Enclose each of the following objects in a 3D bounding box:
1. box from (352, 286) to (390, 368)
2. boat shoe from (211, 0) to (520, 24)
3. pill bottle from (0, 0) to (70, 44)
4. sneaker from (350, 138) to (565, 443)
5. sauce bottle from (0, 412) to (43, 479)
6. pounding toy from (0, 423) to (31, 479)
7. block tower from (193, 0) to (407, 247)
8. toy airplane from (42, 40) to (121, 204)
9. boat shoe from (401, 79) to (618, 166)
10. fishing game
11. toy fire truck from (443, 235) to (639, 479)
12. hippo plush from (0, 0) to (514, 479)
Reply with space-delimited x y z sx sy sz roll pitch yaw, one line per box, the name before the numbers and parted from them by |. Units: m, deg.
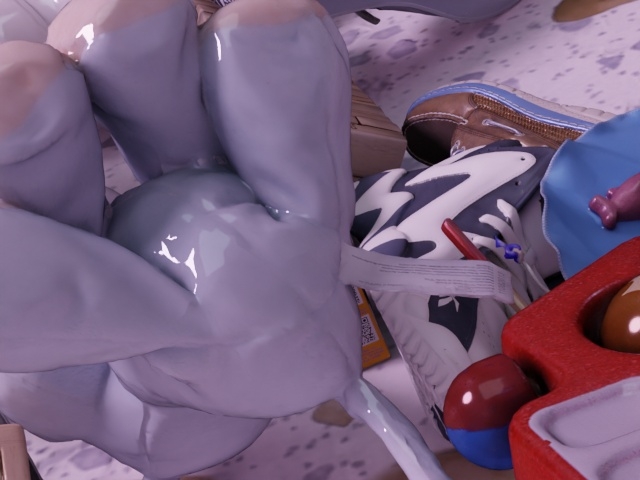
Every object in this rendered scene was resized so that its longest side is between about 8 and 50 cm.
box | 0.000 0.000 1.130 0.028 0.136 0.081 -21 29 0
boat shoe | 0.033 -0.212 1.429 0.306 0.113 0.105 -17 30 -34
pill bottle | -0.145 -0.192 1.540 0.278 0.162 0.162 -37 32 -25
sneaker | 0.103 0.011 1.086 0.153 0.094 0.235 -25 23 1
sauce bottle | -0.307 0.197 1.027 0.344 0.111 0.111 -31 30 -18
pounding toy | -0.166 0.202 0.931 0.181 0.094 0.206 -6 62 -13
block tower | -0.037 -0.087 1.322 0.097 0.091 0.335 10 21 -19
toy airplane | -0.262 -0.092 1.235 0.386 0.272 0.384 19 34 -20
boat shoe | 0.114 -0.055 1.223 0.183 0.066 0.066 9 42 43
fishing game | 0.209 -0.014 1.042 0.264 0.041 0.189 -22 53 -23
toy fire truck | 0.191 0.056 0.821 0.254 0.169 0.302 -16 22 -14
hippo plush | -0.068 0.013 1.012 0.294 0.236 0.234 19 68 -5
